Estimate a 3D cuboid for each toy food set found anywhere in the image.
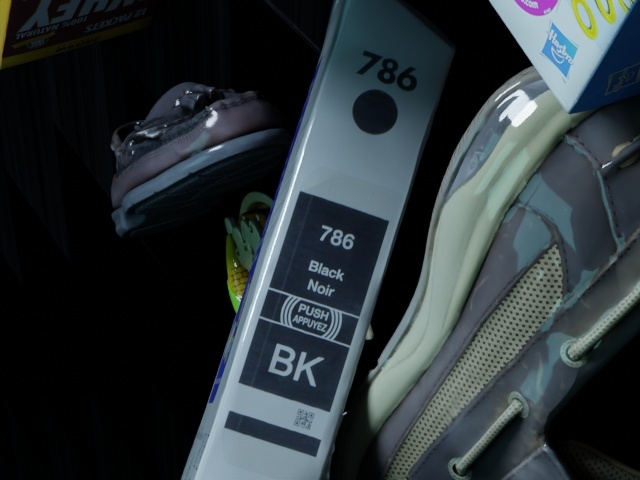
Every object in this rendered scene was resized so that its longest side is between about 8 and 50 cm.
[{"bbox_3d":[-0.034,0.029,1.067,0.192,0.039,0.132,-20,90,67],"label":"toy food set"}]

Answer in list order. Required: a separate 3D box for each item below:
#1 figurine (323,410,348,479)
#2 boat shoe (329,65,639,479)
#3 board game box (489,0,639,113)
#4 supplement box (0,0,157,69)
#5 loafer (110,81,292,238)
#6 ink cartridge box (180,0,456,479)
[{"bbox_3d":[0.094,0.230,0.907,0.209,0.092,0.214,35,141,46],"label":"figurine"},{"bbox_3d":[0.100,0.082,0.677,0.130,0.132,0.355,46,142,32],"label":"boat shoe"},{"bbox_3d":[0.088,-0.255,0.504,0.308,0.086,0.302,59,155,22],"label":"board game box"},{"bbox_3d":[-0.206,-0.265,1.082,0.194,0.129,0.191,63,156,14],"label":"supplement box"},{"bbox_3d":[-0.107,-0.069,1.069,0.302,0.109,0.095,153,100,-70],"label":"loafer"},{"bbox_3d":[0.000,0.000,0.758,0.165,0.065,0.332,135,152,-82],"label":"ink cartridge box"}]
